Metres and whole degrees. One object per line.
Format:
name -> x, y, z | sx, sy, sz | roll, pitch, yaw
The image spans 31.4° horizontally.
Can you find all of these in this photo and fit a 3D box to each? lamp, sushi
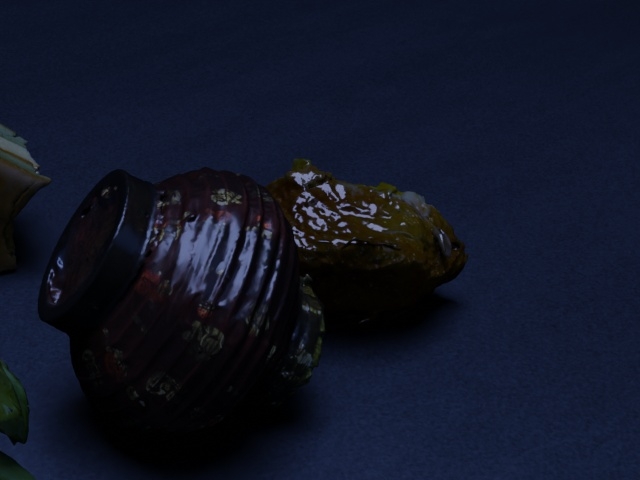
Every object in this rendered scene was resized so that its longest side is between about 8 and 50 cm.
lamp -> -0.112, 0.053, 0.972 | 0.246, 0.247, 0.247 | 3, 28, -1
sushi -> 0.003, 0.001, 1.156 | 0.296, 0.167, 0.179 | -6, 49, -1

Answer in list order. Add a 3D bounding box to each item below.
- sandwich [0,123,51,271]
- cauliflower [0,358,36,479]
sandwich -> -0.423, -0.029, 1.210 | 0.198, 0.227, 0.155 | 29, 11, -33
cauliflower -> -0.267, 0.168, 0.683 | 0.272, 0.250, 0.275 | 21, -12, 28
